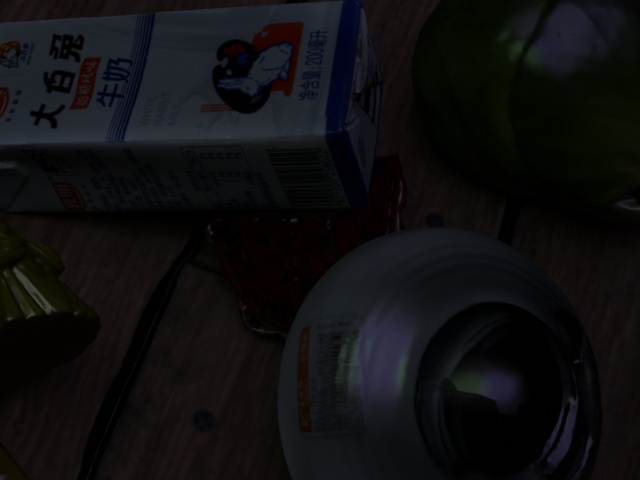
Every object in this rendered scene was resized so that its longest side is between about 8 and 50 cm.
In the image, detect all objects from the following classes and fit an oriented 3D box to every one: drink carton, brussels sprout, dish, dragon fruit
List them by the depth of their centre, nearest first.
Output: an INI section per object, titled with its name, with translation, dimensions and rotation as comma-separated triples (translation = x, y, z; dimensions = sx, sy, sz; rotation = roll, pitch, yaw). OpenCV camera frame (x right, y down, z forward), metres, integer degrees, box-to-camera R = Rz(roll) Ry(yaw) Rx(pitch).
[dish]
translation = 0.119, 0.118, 0.880
dimensions = 0.273, 0.134, 0.273
rotation = 4, 81, -27
[drink carton]
translation = -0.116, -0.098, 0.937
dimensions = 0.315, 0.106, 0.130
rotation = -1, 58, 15
[dragon fruit]
translation = 0.000, 0.002, 0.999
dimensions = 0.127, 0.120, 0.161
rotation = 7, 31, 27
[brussels sprout]
translation = 0.222, -0.132, 1.053
dimensions = 0.271, 0.210, 0.219
rotation = 46, 66, -7

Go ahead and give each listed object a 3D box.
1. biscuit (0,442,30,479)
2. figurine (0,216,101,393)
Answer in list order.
[biscuit]
translation = -0.284, 0.196, 0.847
dimensions = 0.174, 0.039, 0.183
rotation = -33, 75, -24
[figurine]
translation = -0.296, -0.048, 0.838
dimensions = 0.187, 0.168, 0.315
rotation = -19, 74, -25
